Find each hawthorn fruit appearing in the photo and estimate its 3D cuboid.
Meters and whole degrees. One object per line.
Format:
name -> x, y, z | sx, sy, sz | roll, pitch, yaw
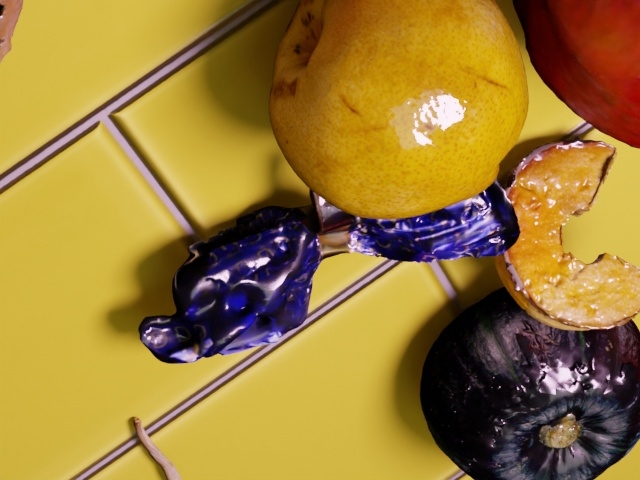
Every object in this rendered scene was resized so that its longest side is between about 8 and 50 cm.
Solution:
hawthorn fruit -> 0.274, -0.196, 1.339 | 0.307, 0.265, 0.265 | 2, 124, -33

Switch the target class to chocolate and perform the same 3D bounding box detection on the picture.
chocolate -> -0.003, 0.004, 1.447 | 0.343, 0.126, 0.148 | -23, 142, -4

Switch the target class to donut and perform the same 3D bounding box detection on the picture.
donut -> 0.223, 0.002, 1.544 | 0.146, 0.181, 0.078 | -15, 171, -17

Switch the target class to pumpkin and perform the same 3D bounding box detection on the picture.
pumpkin -> 0.212, 0.143, 1.639 | 0.233, 0.163, 0.233 | -8, 127, -11

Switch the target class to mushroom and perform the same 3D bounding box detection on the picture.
mushroom -> -0.132, 0.262, 1.639 | 0.028, 0.026, 0.286 | -42, 135, -16

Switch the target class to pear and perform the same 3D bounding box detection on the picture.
pear -> 0.065, -0.116, 1.317 | 0.209, 0.209, 0.209 | -16, 131, -19

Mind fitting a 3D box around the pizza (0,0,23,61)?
pizza -> -0.318, -0.244, 1.086 | 0.392, 0.080, 0.435 | -47, 135, 11
